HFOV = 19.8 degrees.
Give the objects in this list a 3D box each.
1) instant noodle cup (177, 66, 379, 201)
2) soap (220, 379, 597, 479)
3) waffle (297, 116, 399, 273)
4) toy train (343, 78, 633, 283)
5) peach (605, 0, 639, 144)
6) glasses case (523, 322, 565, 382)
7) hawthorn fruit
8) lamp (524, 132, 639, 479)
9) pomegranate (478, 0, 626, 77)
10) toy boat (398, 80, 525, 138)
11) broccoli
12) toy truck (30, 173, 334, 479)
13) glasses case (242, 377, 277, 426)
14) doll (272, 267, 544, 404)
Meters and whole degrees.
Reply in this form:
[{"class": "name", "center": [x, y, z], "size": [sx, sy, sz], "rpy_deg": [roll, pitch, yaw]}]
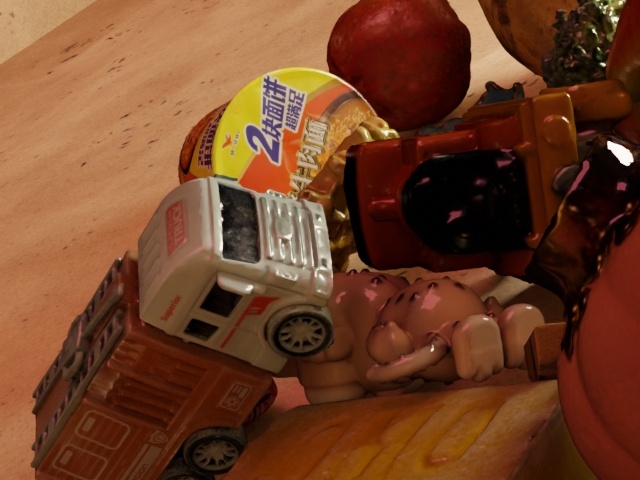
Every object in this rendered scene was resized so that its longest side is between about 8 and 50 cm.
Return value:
[{"class": "instant noodle cup", "center": [-0.052, -0.078, 2.018], "size": [0.213, 0.213, 0.174], "rpy_deg": [-34, 12, -21]}, {"class": "soap", "center": [0.061, 0.183, 1.351], "size": [0.274, 0.089, 0.173], "rpy_deg": [-10, 23, 37]}, {"class": "waffle", "center": [-0.001, -0.001, 1.799], "size": [0.253, 0.056, 0.249], "rpy_deg": [-54, -12, -22]}, {"class": "toy train", "center": [0.146, -0.041, 1.591], "size": [0.232, 0.163, 0.369], "rpy_deg": [-9, 3, -4]}, {"class": "peach", "center": [0.388, -0.153, 1.591], "size": [0.275, 0.248, 0.245], "rpy_deg": [-18, -3, -23]}, {"class": "glasses case", "center": [0.241, 0.081, 1.367], "size": [0.170, 0.041, 0.064], "rpy_deg": [-5, -16, -3]}, {"class": "hawthorn fruit", "center": [0.081, -0.214, 2.205], "size": [0.200, 0.179, 0.179], "rpy_deg": [-24, 19, -5]}, {"class": "lamp", "center": [0.256, 0.031, 1.187], "size": [0.305, 0.240, 0.305], "rpy_deg": [-60, -7, -12]}, {"class": "pomegranate", "center": [0.309, -0.309, 2.062], "size": [0.281, 0.281, 0.281], "rpy_deg": [-23, 20, 9]}, {"class": "toy boat", "center": [0.146, -0.125, 2.051], "size": [0.185, 0.077, 0.075], "rpy_deg": [-34, 22, -22]}, {"class": "broccoli", "center": [0.353, -0.149, 1.838], "size": [0.275, 0.177, 0.198], "rpy_deg": [-1, -22, -12]}, {"class": "toy truck", "center": [-0.118, 0.086, 1.497], "size": [0.305, 0.162, 0.136], "rpy_deg": [-55, 27, 32]}, {"class": "glasses case", "center": [-0.112, 0.147, 1.713], "size": [0.194, 0.049, 0.073], "rpy_deg": [-2, 29, 48]}, {"class": "doll", "center": [0.064, 0.082, 1.502], "size": [0.154, 0.119, 0.278], "rpy_deg": [-11, 4, -24]}]
